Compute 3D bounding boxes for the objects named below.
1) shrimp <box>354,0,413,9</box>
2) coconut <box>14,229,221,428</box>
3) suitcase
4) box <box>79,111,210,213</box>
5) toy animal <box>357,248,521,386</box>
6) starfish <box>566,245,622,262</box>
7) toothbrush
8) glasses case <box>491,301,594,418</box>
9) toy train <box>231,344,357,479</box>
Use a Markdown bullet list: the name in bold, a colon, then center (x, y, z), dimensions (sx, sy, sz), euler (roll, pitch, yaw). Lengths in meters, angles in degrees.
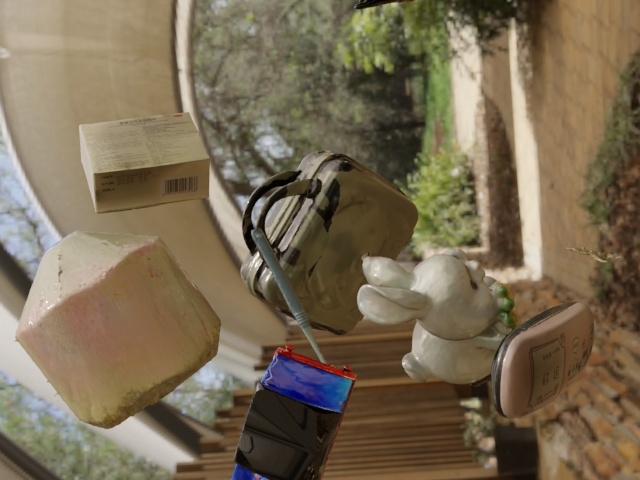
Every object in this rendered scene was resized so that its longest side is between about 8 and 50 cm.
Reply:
- **shrimp**: center (0.091, -0.376, 1.254), dimensions (0.178, 0.289, 0.075), euler (50, -152, -77)
- **coconut**: center (-0.348, 0.127, 1.498), dimensions (0.310, 0.297, 0.297), euler (56, -175, -1)
- **suitcase**: center (0.000, 0.000, 1.818), dimensions (0.352, 0.339, 0.194), euler (-59, 36, 1)
- **box**: center (-0.325, -0.147, 1.649), dimensions (0.168, 0.211, 0.095), euler (-117, 25, -43)
- **toy animal**: center (0.216, 0.124, 1.562), dimensions (0.310, 0.247, 0.183), euler (58, -159, -51)
- **starfish**: center (0.471, 0.024, 1.546), dimensions (0.092, 0.086, 0.016), euler (-93, 8, -76)
- **toothbrush**: center (-0.027, 0.082, 1.056), dimensions (0.220, 0.016, 0.019), euler (62, 150, 8)
- **glasses case**: center (0.335, 0.172, 1.332), dimensions (0.314, 0.075, 0.122), euler (-13, -73, -53)
- **toy train**: center (-0.037, 0.205, 0.817), dimensions (0.131, 0.082, 0.204), euler (-56, -16, -74)
